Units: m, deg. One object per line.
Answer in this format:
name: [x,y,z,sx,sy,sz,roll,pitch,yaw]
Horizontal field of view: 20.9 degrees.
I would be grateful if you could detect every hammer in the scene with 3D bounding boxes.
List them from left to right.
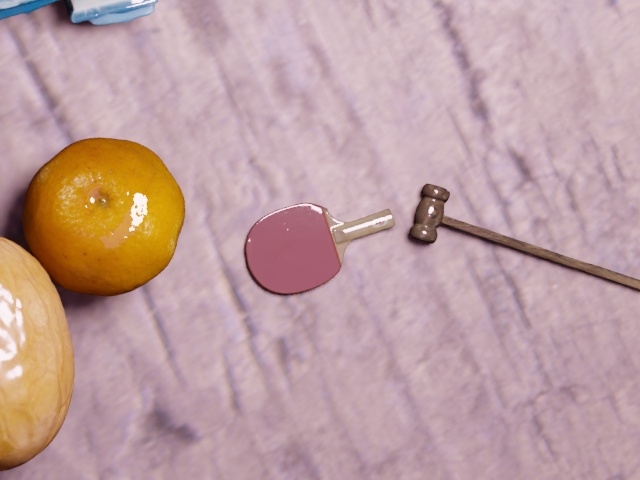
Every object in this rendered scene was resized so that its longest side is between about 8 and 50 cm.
hammer: [0.232,0.011,1.792,0.292,0.029,0.058,18,90,-14]

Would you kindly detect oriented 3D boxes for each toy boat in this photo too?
toy boat: [-0.259,-0.241,1.644,0.237,0.109,0.098,-15,129,-11]

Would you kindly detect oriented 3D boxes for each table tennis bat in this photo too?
table tennis bat: [0.000,0.000,1.747,0.156,0.013,0.087,-19,94,-9]

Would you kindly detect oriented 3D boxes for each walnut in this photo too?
walnut: [-0.322,0.106,1.592,0.193,0.193,0.226,-7,97,-12]

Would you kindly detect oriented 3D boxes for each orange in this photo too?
orange: [-0.204,-0.020,1.647,0.154,0.134,0.155,0,71,-1]
